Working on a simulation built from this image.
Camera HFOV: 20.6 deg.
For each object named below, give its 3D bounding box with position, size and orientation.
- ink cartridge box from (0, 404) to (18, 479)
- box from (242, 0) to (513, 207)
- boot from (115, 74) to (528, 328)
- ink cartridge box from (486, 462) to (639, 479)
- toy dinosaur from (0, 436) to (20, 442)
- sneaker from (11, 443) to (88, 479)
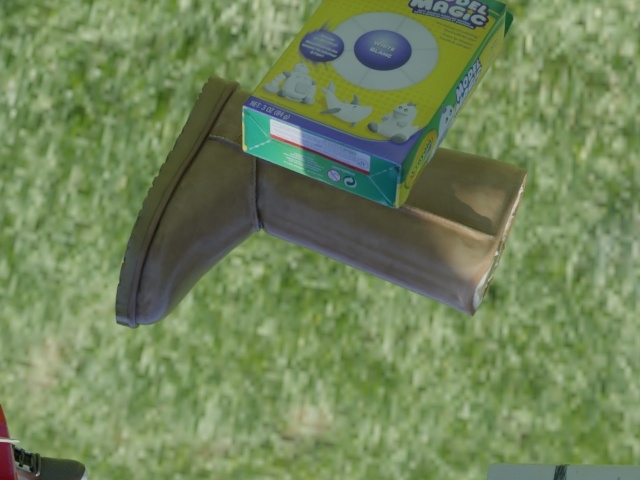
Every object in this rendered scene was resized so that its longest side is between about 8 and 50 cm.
[{"bbox_3d":[-0.328,0.144,1.419,0.134,0.231,0.078,-14,132,-17],"label":"ink cartridge box"},{"bbox_3d":[0.040,-0.106,1.055,0.105,0.179,0.043,21,140,16],"label":"box"},{"bbox_3d":[0.000,0.000,1.371,0.270,0.236,0.089,20,161,8],"label":"boot"},{"bbox_3d":[0.257,0.259,1.520,0.153,0.087,0.208,34,154,-35],"label":"ink cartridge box"},{"bbox_3d":[-0.292,0.094,1.159,0.183,0.053,0.092,41,167,-21],"label":"toy dinosaur"},{"bbox_3d":[-0.309,0.225,1.735,0.158,0.061,0.065,-3,117,-10],"label":"sneaker"}]
